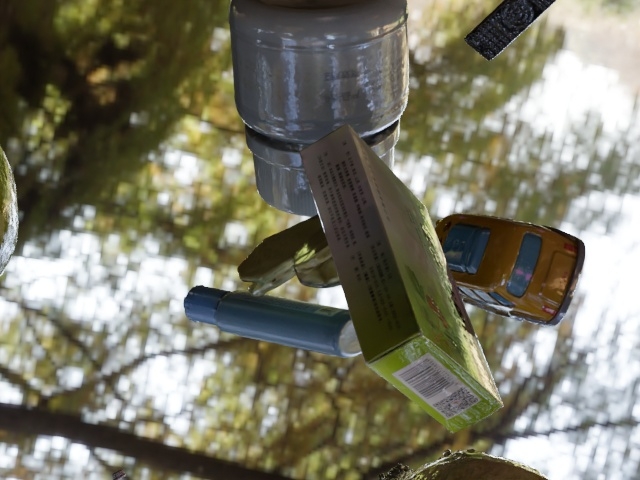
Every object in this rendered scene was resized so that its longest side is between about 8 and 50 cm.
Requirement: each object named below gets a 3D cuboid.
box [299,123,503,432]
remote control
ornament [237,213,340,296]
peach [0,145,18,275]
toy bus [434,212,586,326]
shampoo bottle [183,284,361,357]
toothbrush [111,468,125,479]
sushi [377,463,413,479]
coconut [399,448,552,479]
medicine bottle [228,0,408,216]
[{"bbox_3d":[0.075,0.035,1.259,0.175,0.062,0.260,42,-157,-48],"label":"box"},{"bbox_3d":[0.325,-0.373,2.058,0.063,0.245,0.025,39,-149,-17],"label":"remote control"},{"bbox_3d":[0.000,0.000,1.692,0.201,0.059,0.180,-10,-150,47],"label":"ornament"},{"bbox_3d":[-0.499,-0.046,1.554,0.314,0.281,0.315,29,158,43],"label":"peach"},{"bbox_3d":[0.229,0.028,1.730,0.136,0.126,0.209,21,176,-29],"label":"toy bus"},{"bbox_3d":[-0.064,0.104,1.775,0.258,0.061,0.104,10,-174,28],"label":"shampoo bottle"},{"bbox_3d":[-0.396,0.432,2.270,0.011,0.014,0.167,-14,-171,43],"label":"toothbrush"},{"bbox_3d":[0.105,0.439,2.079,0.136,0.126,0.225,59,-170,11],"label":"sushi"},{"bbox_3d":[0.204,0.402,1.673,0.297,0.297,0.254,14,-135,10],"label":"coconut"},{"bbox_3d":[0.001,-0.211,1.845,0.245,0.306,0.245,-1,-149,1],"label":"medicine bottle"}]
